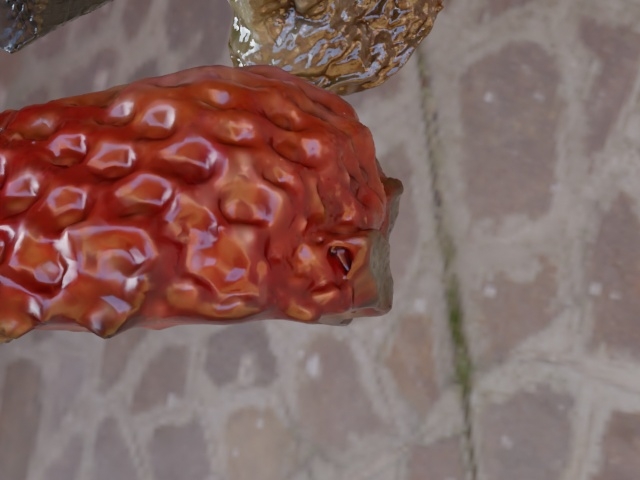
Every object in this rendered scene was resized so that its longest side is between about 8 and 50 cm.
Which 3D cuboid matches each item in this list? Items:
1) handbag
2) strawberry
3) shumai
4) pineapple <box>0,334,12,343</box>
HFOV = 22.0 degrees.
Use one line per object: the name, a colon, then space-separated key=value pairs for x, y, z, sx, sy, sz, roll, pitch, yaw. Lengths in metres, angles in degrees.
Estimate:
handbag: x=-0.313 y=-0.264 z=1.559 sx=0.270 sy=0.175 sz=0.088 roll=20 pitch=120 yaw=18
strawberry: x=-0.123 y=-0.018 z=0.915 sx=0.265 sy=0.336 sz=0.149 roll=174 pitch=93 yaw=-76
shumai: x=-0.005 y=-0.228 z=1.447 sx=0.206 sy=0.175 sz=0.166 roll=-31 pitch=38 yaw=-1
pineapple: x=-0.420 y=0.062 z=1.411 sx=0.362 sy=0.202 sz=0.202 roll=-30 pitch=41 yaw=-4
